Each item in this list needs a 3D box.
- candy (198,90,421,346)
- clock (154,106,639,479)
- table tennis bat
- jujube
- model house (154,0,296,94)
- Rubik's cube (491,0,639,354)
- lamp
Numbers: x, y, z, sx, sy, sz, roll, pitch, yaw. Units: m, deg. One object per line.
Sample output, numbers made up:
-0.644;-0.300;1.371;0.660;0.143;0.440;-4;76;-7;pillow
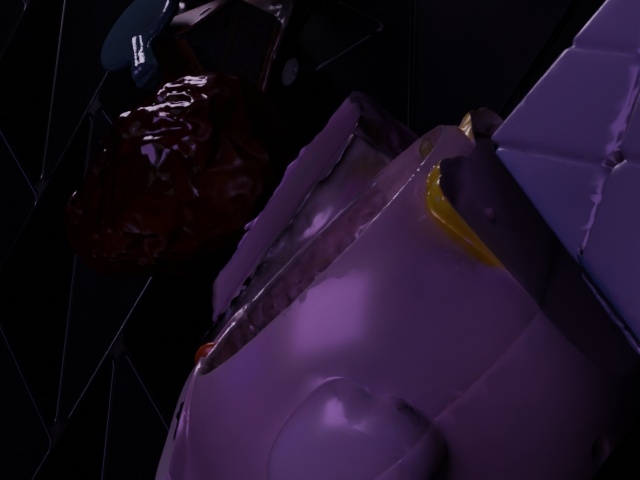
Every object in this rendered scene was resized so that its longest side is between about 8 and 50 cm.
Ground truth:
0.000;0.000;1.141;0.265;0.116;0.155;-55;13;18;candy
0.055;0.118;0.909;0.377;0.250;0.368;-41;7;30;clock
-0.202;-0.224;1.340;0.124;0.033;0.201;-42;33;15;table tennis bat
-0.170;-0.056;1.342;0.342;0.216;0.216;-22;60;50;jujube
-0.157;-0.250;1.437;0.219;0.136;0.207;14;88;51;model house
0.289;-0.050;0.773;0.221;0.225;0.231;-50;44;24;Rubik's cube
0.013;-0.202;1.296;0.121;0.054;0.041;-40;48;42;lamp
